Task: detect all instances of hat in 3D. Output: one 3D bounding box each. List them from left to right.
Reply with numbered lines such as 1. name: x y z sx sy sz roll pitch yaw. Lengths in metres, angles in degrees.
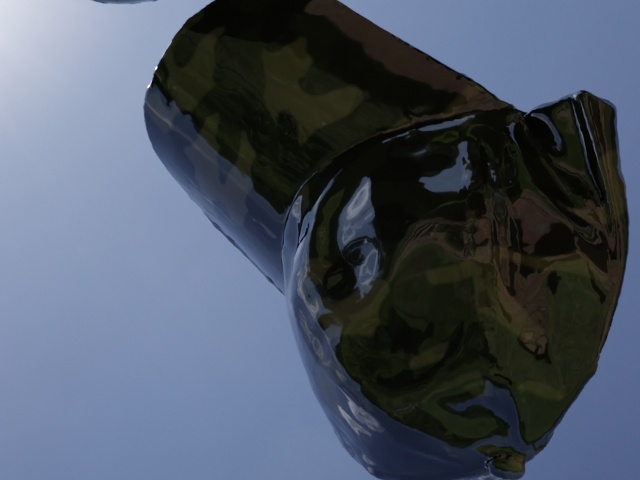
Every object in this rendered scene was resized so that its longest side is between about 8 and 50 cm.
1. hat: 0.000 0.000 0.691 0.382 0.366 0.257 26 -146 5

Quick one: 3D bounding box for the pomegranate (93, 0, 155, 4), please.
1. pomegranate: -0.123 -0.287 0.718 0.214 0.248 0.214 4 -80 23
